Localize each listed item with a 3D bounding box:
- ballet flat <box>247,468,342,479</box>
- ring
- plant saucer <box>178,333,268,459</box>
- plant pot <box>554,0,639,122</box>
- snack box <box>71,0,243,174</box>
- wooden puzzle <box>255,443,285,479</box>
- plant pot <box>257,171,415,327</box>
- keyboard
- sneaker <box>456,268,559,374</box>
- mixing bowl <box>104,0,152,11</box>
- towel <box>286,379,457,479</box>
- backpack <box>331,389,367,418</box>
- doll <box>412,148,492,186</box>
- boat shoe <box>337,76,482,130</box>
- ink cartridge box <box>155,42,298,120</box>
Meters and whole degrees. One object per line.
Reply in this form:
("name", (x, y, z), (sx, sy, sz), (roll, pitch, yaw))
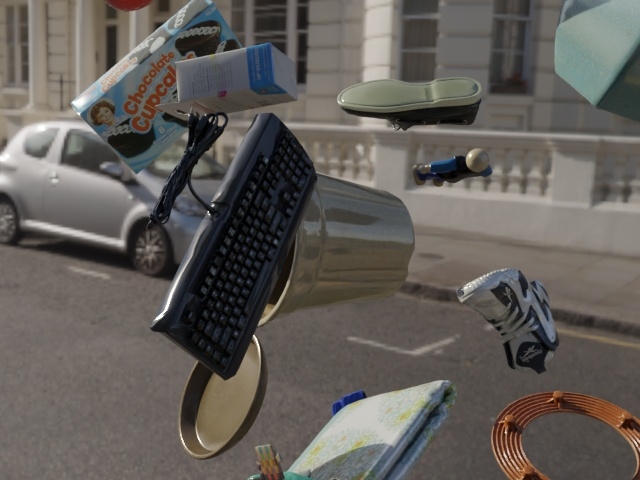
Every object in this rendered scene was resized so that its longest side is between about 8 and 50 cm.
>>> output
("ballet flat", (-0.007, 0.454, 1.408), (0.247, 0.083, 0.087), (16, 29, 9))
("ring", (0.504, 0.400, 1.546), (0.336, 0.032, 0.337), (0, 31, 0))
("plant saucer", (-0.195, 0.310, 1.613), (0.041, 0.278, 0.278), (29, -8, -33))
("plant pot", (0.563, -0.356, 1.403), (0.247, 0.252, 0.247), (10, 34, -31))
("snack box", (-0.293, -0.296, 1.526), (0.060, 0.322, 0.187), (44, -6, 41))
("wooden puzzle", (-0.070, 0.304, 1.086), (0.006, 0.049, 0.083), (-16, -8, -33))
("plant pot", (0.000, 0.000, 1.526), (0.305, 0.334, 0.334), (3, 6, -33))
("keyboard", (-0.106, -0.024, 0.904), (0.033, 0.317, 0.201), (-13, -45, 42))
("sneaker", (0.312, 0.137, 1.262), (0.094, 0.153, 0.235), (-29, -26, 25))
("mixing bowl", (-0.440, -0.593, 1.834), (0.181, 0.098, 0.181), (-10, 39, 8))
("towel", (0.089, 0.447, 1.664), (0.320, 0.090, 0.374), (-24, 14, 48))
("backpack", (0.085, 0.451, 1.989), (0.101, 0.120, 0.098), (-19, -18, -1))
("doll", (0.222, -0.120, 1.335), (0.129, 0.046, 0.189), (2, -3, -21))
("boat shoe", (0.214, -0.315, 1.901), (0.340, 0.113, 0.127), (-5, 45, 7))
("ink cartridge box", (-0.135, -0.222, 1.127), (0.181, 0.062, 0.104), (-8, -5, 16))
